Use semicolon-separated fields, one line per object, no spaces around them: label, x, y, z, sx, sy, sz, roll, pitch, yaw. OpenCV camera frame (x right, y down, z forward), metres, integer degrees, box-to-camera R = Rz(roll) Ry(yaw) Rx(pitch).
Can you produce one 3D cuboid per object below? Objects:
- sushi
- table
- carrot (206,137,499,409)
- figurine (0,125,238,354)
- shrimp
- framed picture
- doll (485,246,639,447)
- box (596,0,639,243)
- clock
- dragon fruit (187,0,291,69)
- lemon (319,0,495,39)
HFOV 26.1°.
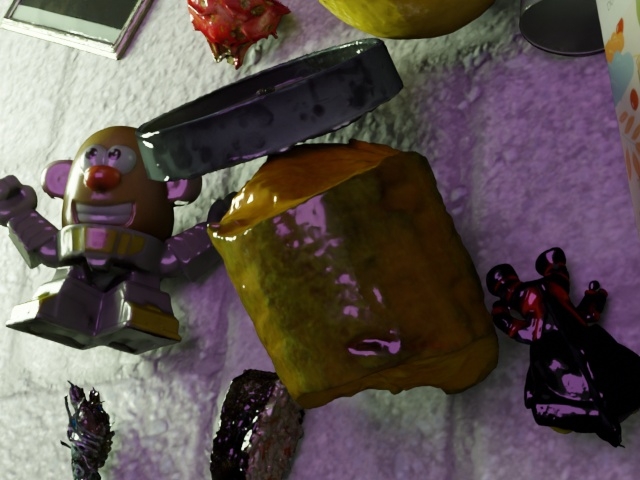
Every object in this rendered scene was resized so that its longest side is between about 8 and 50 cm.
sushi;-0.071;0.219;1.556;0.078;0.090;0.150;7;68;31
table;0.295;-0.339;1.590;0.126;0.126;0.220;-7;62;30
carrot;0.030;0.021;1.439;0.241;0.241;0.341;-29;79;17
figurine;-0.263;-0.009;1.746;0.167;0.342;0.285;131;151;-66
shrimp;-0.286;0.256;1.682;0.076;0.082;0.174;-25;62;14
framed picture;-0.353;-0.400;2.112;0.293;0.018;0.231;19;77;38
doll;0.255;0.113;1.406;0.127;0.088;0.249;-39;45;12
box;0.387;-0.192;1.286;0.122;0.344;0.385;0;67;-10
clock;-0.063;-0.155;1.630;0.325;0.067;0.325;-19;13;5
dragon fruit;-0.130;-0.293;1.845;0.153;0.153;0.111;29;101;39
lemon;0.098;-0.380;1.639;0.297;0.297;0.297;-15;59;26
